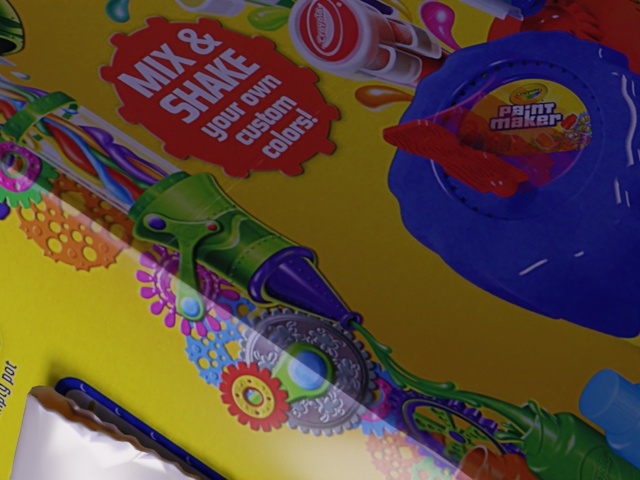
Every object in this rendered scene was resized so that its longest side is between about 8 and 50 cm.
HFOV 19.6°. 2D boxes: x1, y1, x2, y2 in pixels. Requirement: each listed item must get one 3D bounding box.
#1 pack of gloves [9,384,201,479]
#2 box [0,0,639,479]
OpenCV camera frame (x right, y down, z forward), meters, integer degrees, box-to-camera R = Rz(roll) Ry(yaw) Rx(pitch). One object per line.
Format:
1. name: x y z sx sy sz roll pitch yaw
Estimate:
1. pack of gloves: -0.025 0.173 0.451 0.195 0.046 0.232 31 129 11
2. box: 0.000 0.000 0.551 0.279 0.290 0.177 32 129 10
